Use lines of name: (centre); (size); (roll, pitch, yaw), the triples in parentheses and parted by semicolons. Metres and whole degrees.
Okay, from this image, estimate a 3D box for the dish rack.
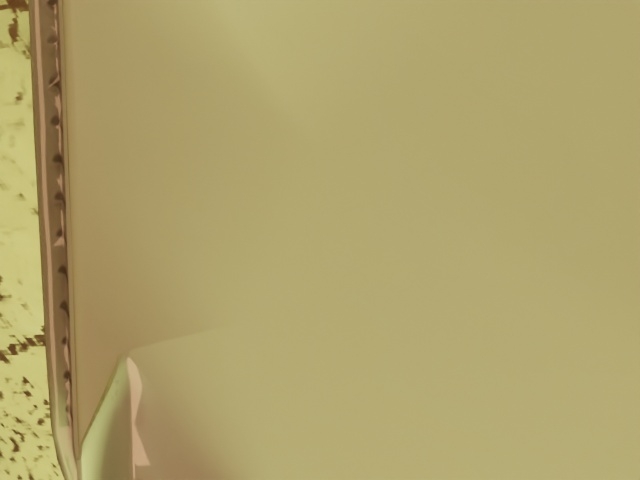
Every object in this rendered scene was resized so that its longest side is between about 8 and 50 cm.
dish rack: (0.070, 0.006, 0.352); (0.332, 0.072, 0.286); (19, 123, 27)
